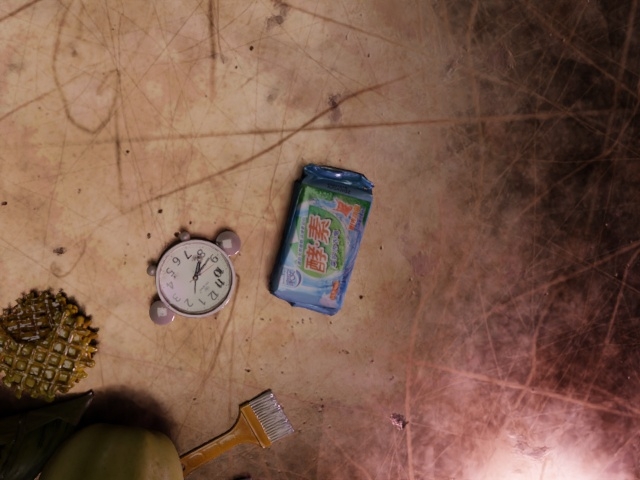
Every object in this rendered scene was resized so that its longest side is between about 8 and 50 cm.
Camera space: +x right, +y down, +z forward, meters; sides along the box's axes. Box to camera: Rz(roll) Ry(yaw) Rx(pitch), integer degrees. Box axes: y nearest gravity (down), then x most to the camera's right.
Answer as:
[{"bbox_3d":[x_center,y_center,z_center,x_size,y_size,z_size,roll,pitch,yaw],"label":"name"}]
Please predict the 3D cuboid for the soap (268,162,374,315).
[{"bbox_3d":[0.000,0.000,1.720,0.156,0.077,0.293,13,95,-13],"label":"soap"}]

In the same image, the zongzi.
[{"bbox_3d":[-0.560,0.349,1.589,0.274,0.251,0.125,-45,63,-7],"label":"zongzi"}]

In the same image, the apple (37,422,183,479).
[{"bbox_3d":[-0.387,0.466,1.613,0.279,0.279,0.279,-2,98,-11],"label":"apple"}]

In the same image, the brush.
[{"bbox_3d":[-0.194,0.408,1.772,0.272,0.013,0.103,-29,102,-5],"label":"brush"}]

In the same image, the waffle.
[{"bbox_3d":[-0.520,0.199,1.650,0.193,0.070,0.197,-42,104,-2],"label":"waffle"}]

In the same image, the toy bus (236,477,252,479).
[{"bbox_3d":[-0.142,0.569,1.775,0.058,0.072,0.171,-13,99,-5],"label":"toy bus"}]

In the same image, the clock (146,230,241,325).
[{"bbox_3d":[-0.242,0.069,1.693,0.156,0.063,0.229,43,86,-11],"label":"clock"}]
